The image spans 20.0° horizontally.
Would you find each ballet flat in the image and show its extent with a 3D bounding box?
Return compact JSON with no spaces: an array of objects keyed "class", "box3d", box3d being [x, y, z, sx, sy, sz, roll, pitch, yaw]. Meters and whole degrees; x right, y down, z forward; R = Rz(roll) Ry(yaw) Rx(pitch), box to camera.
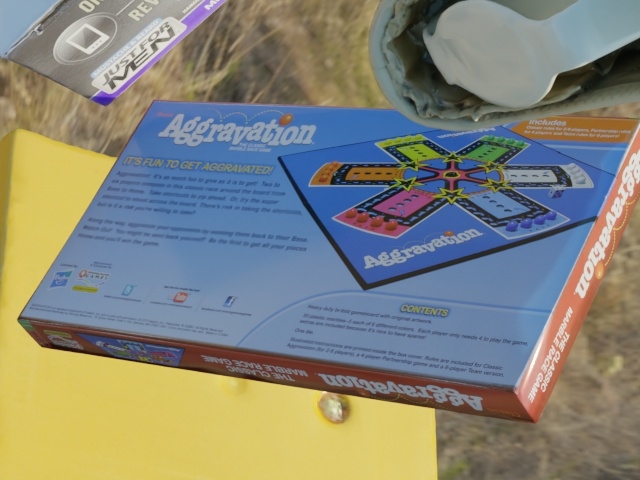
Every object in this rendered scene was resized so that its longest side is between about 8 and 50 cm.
[{"class":"ballet flat","box3d":[0.097,-0.064,0.424,0.086,0.248,0.086,3,85,-34]}]

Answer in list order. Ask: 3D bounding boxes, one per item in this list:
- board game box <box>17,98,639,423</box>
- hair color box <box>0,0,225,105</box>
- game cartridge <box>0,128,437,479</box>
[{"class":"board game box","box3d":[0.000,0.000,0.825,0.027,0.281,0.145,54,54,-41]},{"class":"hair color box","box3d":[-0.151,-0.258,0.935,0.185,0.110,0.339,-40,66,12]},{"class":"game cartridge","box3d":[-0.068,0.098,1.160,0.324,0.053,0.285,16,58,-27]}]
